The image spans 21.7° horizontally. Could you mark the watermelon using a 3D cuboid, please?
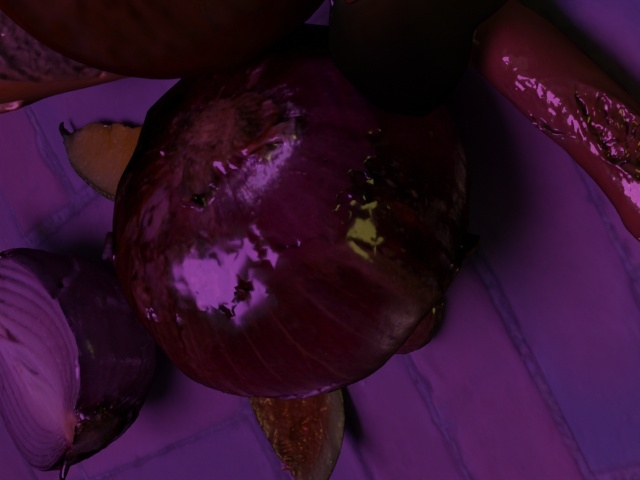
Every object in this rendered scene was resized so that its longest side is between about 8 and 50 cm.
[{"bbox_3d":[-0.040,0.149,1.769,0.063,0.119,0.245,-18,96,44],"label":"watermelon"}]

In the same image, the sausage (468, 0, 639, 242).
[{"bbox_3d":[0.194,-0.113,1.338,0.326,0.079,0.087,46,141,22],"label":"sausage"}]

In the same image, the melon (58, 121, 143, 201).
[{"bbox_3d":[-0.236,-0.096,1.936,0.261,0.053,0.114,20,119,45],"label":"melon"}]

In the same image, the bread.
[{"bbox_3d":[-0.326,-0.240,1.831,0.211,0.224,0.184,-3,103,61],"label":"bread"}]

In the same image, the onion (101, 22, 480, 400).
[{"bbox_3d":[0.000,0.000,1.510,0.348,0.348,0.385,25,167,42],"label":"onion"}]

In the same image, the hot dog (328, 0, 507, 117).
[{"bbox_3d":[0.080,-0.275,1.283,0.326,0.194,0.107,-56,32,17],"label":"hot dog"}]

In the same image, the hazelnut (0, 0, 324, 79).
[{"bbox_3d":[-0.120,-0.295,1.373,0.366,0.366,0.366,30,133,39],"label":"hazelnut"}]

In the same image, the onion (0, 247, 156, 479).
[{"bbox_3d":[-0.326,0.110,2.090,0.349,0.159,0.267,51,132,31],"label":"onion"}]
